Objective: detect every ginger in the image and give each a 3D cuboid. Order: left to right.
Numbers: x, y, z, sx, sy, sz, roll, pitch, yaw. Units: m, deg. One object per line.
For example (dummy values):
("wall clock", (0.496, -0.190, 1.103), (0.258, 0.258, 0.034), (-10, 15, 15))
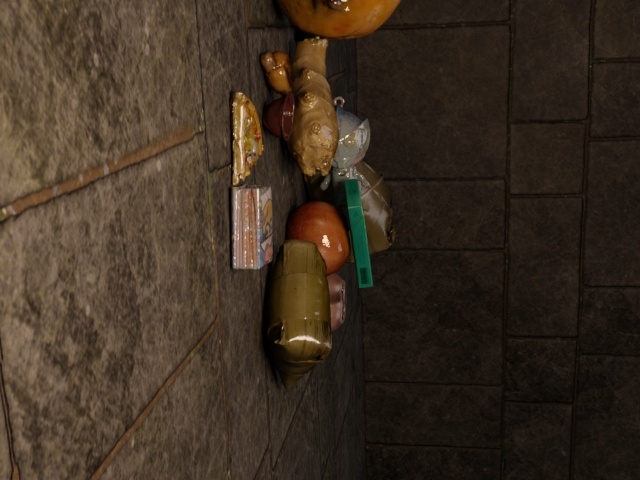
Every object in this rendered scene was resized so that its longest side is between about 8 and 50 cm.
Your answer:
("ginger", (-0.011, -0.318, 1.970), (0.236, 0.166, 0.375), (70, 25, -44))

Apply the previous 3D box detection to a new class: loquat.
("loquat", (0.042, -0.615, 1.808), (0.328, 0.328, 0.328), (0, 90, -81))

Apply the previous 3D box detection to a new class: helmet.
("helmet", (-0.095, -0.270, 1.740), (0.089, 0.057, 0.111), (60, 36, -67))

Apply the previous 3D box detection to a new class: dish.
("dish", (0.031, 0.186, 2.459), (0.213, 0.090, 0.213), (0, 90, -82))

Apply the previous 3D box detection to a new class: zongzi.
("zongzi", (-0.061, 0.171, 1.823), (0.300, 0.145, 0.273), (108, -17, -61))
("zongzi", (0.060, -0.246, 2.403), (0.500, 0.218, 0.467), (-91, 162, -58))

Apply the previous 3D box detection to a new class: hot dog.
("hot dog", (-0.095, -0.368, 1.758), (0.140, 0.060, 0.089), (20, 66, -88))

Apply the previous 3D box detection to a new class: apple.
("apple", (0.000, 0.000, 2.019), (0.201, 0.162, 0.201), (-1, 90, -79))

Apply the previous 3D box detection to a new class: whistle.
("whistle", (0.059, -0.199, 2.086), (0.134, 0.142, 0.346), (-143, -133, -73))

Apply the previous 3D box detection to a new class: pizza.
("pizza", (-0.142, -0.186, 1.505), (0.184, 0.036, 0.176), (79, 14, -51))

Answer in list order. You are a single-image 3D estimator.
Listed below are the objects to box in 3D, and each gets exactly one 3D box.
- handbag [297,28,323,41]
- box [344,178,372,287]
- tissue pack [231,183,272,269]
("handbag", (-0.021, -0.636, 2.132), (0.211, 0.089, 0.254), (77, 19, -64))
("box", (0.094, -0.020, 1.997), (0.161, 0.042, 0.226), (-96, 177, -61))
("tissue pack", (-0.127, -0.028, 1.509), (0.115, 0.065, 0.155), (-35, 124, -79))
